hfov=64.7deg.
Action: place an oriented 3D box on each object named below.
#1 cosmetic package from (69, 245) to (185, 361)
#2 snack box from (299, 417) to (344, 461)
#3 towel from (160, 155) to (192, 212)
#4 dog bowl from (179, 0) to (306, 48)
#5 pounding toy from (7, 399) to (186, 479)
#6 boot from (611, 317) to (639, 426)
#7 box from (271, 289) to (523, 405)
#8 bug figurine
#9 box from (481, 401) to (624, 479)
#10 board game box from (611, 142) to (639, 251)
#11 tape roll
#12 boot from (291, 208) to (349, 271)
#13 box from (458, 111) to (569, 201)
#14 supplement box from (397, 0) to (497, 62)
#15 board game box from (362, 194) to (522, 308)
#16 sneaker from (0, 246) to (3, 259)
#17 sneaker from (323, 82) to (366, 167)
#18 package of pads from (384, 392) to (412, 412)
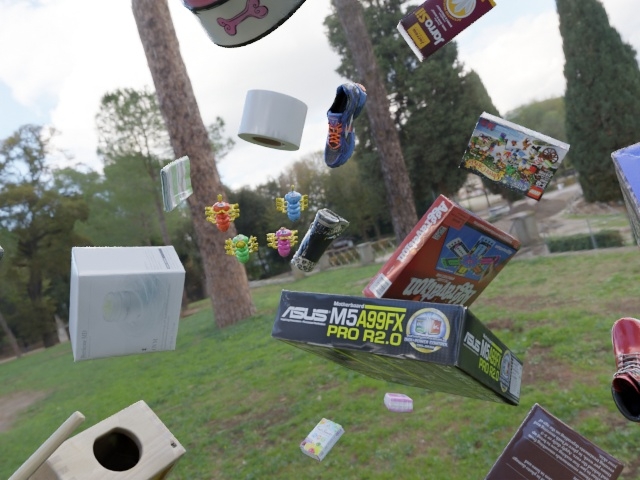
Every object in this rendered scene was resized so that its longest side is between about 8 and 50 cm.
[{"bbox_3d":[-0.450,0.140,1.168,0.225,0.224,0.138,0,27,-29],"label":"cosmetic package"},{"bbox_3d":[0.005,0.723,1.842,0.100,0.037,0.141,4,36,48],"label":"snack box"},{"bbox_3d":[-0.365,-0.148,1.301,0.023,0.113,0.152,5,23,8],"label":"towel"},{"bbox_3d":[-0.157,-0.624,1.063,0.408,0.407,0.150,-16,-28,33],"label":"dog bowl"},{"bbox_3d":[-0.240,0.255,0.501,0.181,0.094,0.206,-55,-17,24],"label":"pounding toy"},{"bbox_3d":[0.615,0.245,0.997,0.176,0.244,0.088,31,-43,-32],"label":"boot"},{"bbox_3d":[0.106,0.134,0.614,0.216,0.060,0.270,1,-22,35],"label":"box"},{"bbox_3d":[-0.162,-0.038,1.368,0.279,0.216,0.072,-9,34,-7],"label":"bug figurine"},{"bbox_3d":[0.415,0.548,1.026,0.381,0.191,0.143,-51,-27,-9],"label":"box"},{"bbox_3d":[0.559,0.015,0.732,0.141,0.291,0.232,-21,40,27],"label":"board game box"},{"bbox_3d":[-0.181,-0.452,1.921,0.246,0.169,0.246,12,0,0],"label":"tape roll"},{"bbox_3d":[-0.002,-0.001,1.514,0.178,0.085,0.236,-60,-11,9],"label":"boot"},{"bbox_3d":[0.508,-0.222,1.345,0.233,0.159,0.044,27,40,16],"label":"box"},{"bbox_3d":[0.281,-0.505,1.139,0.188,0.104,0.081,-36,8,11],"label":"supplement box"},{"bbox_3d":[0.176,0.034,0.671,0.145,0.027,0.281,-53,-33,16],"label":"board game box"},{"bbox_3d":[-0.642,-0.004,0.862,0.170,0.051,0.089,17,-17,9],"label":"sneaker"},{"bbox_3d":[0.044,-0.293,1.274,0.083,0.221,0.087,17,9,33],"label":"sneaker"},{"bbox_3d":[0.168,0.352,1.098,0.050,0.031,0.083,6,-10,1],"label":"package of pads"}]
